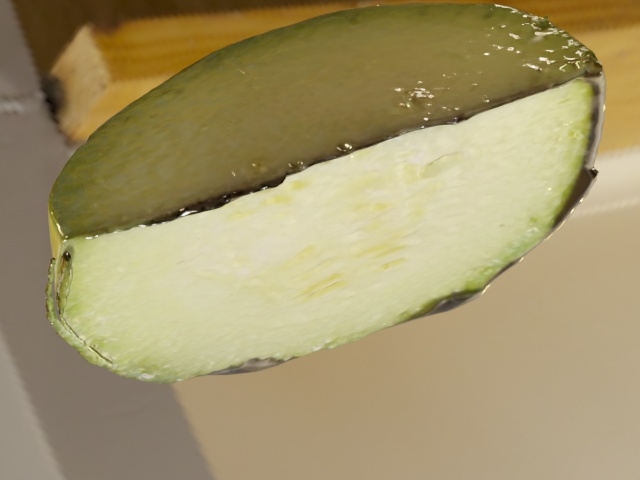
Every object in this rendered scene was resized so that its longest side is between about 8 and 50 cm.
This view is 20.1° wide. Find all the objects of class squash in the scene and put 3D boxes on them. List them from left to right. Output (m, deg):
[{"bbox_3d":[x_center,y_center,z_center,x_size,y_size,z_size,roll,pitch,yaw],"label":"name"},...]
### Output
[{"bbox_3d":[-0.008,-0.022,0.630,0.192,0.184,0.085,-17,-110,-7],"label":"squash"}]
